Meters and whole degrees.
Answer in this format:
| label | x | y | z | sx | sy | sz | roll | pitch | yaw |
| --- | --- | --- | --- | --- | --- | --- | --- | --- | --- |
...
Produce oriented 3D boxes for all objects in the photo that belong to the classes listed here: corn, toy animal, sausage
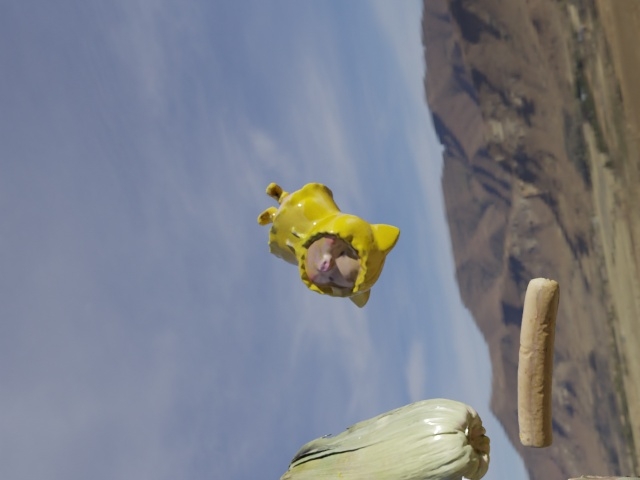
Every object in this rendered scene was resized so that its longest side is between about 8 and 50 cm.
| label | x | y | z | sx | sy | sz | roll | pitch | yaw |
| --- | --- | --- | --- | --- | --- | --- | --- | --- | --- |
| corn | 0.083 | 0.305 | 1.225 | 0.123 | 0.305 | 0.122 | 57 | -152 | -7 |
| toy animal | 0.002 | -0.004 | 1.405 | 0.156 | 0.230 | 0.156 | -42 | -26 | -26 |
| sausage | 0.374 | 0.212 | 1.561 | 0.066 | 0.066 | 0.301 | -38 | -51 | -74 |

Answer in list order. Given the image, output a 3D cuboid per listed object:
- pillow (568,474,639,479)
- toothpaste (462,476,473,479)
| label | x | y | z | sx | sy | sz | roll | pitch | yaw |
| --- | --- | --- | --- | --- | --- | --- | --- | --- | --- |
| pillow | 0.318 | 0.223 | 0.759 | 0.135 | 0.211 | 0.034 | -167 | 80 | -68 |
| toothpaste | 0.188 | 0.257 | 0.783 | 0.114 | 0.073 | 0.299 | 48 | 169 | 6 |
